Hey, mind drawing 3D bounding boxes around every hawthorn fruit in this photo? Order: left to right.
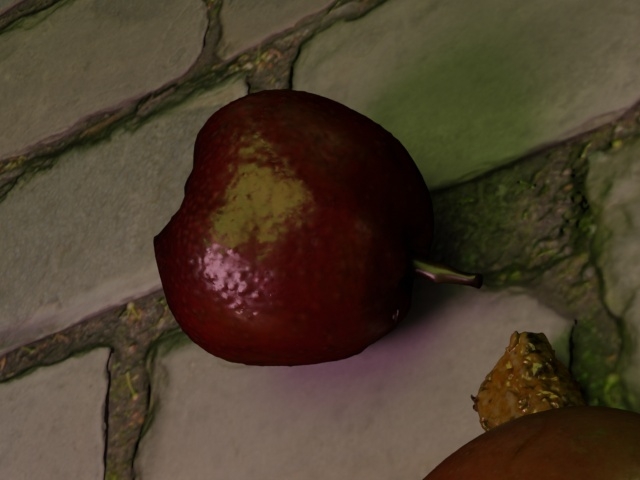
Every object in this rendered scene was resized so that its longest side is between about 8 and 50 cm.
[{"bbox_3d":[0.000,0.000,0.999,0.266,0.210,0.230,17,68,32],"label":"hawthorn fruit"}]

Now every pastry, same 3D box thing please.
[{"bbox_3d":[0.153,0.132,0.873,0.080,0.056,0.140,-49,42,21],"label":"pastry"}]

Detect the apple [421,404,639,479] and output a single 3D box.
[{"bbox_3d":[0.138,0.213,0.679,0.254,0.253,0.253,-23,49,29],"label":"apple"}]
